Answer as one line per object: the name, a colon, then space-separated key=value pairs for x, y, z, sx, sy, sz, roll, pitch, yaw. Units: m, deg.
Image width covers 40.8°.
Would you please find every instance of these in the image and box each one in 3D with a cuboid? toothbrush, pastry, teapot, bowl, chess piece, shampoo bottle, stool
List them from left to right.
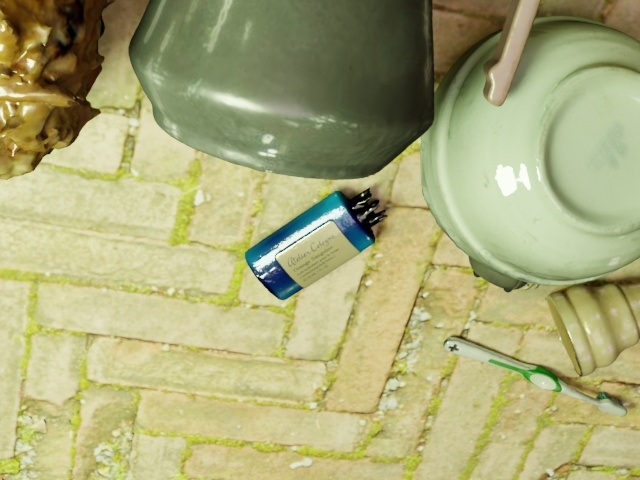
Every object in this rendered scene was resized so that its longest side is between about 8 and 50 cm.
pastry: x=-0.358 y=-0.189 z=0.772 sx=0.337 sy=0.405 sz=0.292 roll=9 pitch=100 yaw=-5
shampoo bottle: x=0.000 y=0.000 z=1.087 sx=0.183 sy=0.050 sz=0.087 roll=-33 pitch=113 yaw=14
teapot: x=0.025 y=-0.257 z=0.811 sx=0.376 sy=0.305 sz=0.361 roll=12 pitch=111 yaw=-4
stool: x=0.241 y=0.002 z=1.081 sx=0.096 sy=0.096 sz=0.110 roll=16 pitch=121 yaw=-12
toothbrush: x=0.310 y=0.195 z=1.227 sx=0.304 sy=0.030 sz=0.030 roll=21 pitch=116 yaw=-14
bowl: x=0.276 y=-0.096 z=0.938 sx=0.307 sy=0.163 sz=0.307 roll=-1 pitch=95 yaw=-10
chess piece: x=0.503 y=0.057 z=1.119 sx=0.397 sy=0.117 sz=0.117 roll=-21 pitch=118 yaw=7
